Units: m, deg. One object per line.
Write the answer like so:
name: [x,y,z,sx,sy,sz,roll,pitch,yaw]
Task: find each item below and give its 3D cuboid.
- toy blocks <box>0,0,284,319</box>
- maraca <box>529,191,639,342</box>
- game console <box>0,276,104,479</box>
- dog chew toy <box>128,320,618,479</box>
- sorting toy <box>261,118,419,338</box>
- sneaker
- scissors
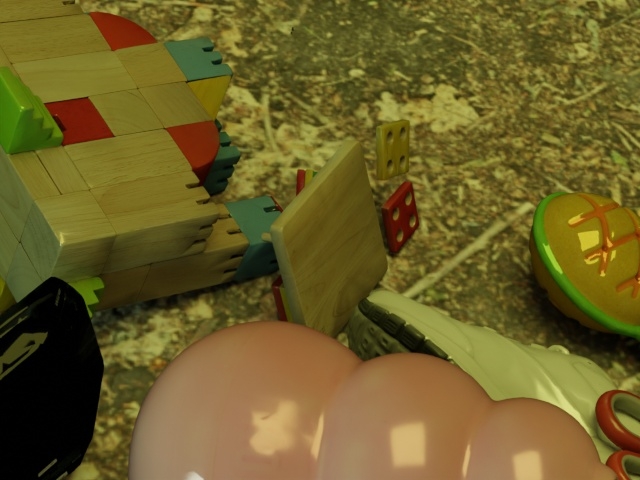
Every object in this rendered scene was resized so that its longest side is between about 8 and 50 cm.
toy blocks: [-0.177,-0.090,1.463,0.261,0.191,0.381,-13,55,-36]
maraca: [0.252,0.032,1.494,0.185,0.099,0.127,41,43,-11]
game console: [-0.286,0.186,1.173,0.044,0.213,0.361,40,64,19]
dog chew toy: [0.039,0.165,1.218,0.332,0.207,0.207,4,46,19]
sorting toy: [0.000,0.000,1.445,0.046,0.132,0.274,8,39,30]
sneaker: [0.155,0.131,1.395,0.297,0.111,0.129,35,44,5]
scissors: [0.330,0.179,1.379,0.297,0.021,0.109,13,41,-31]
